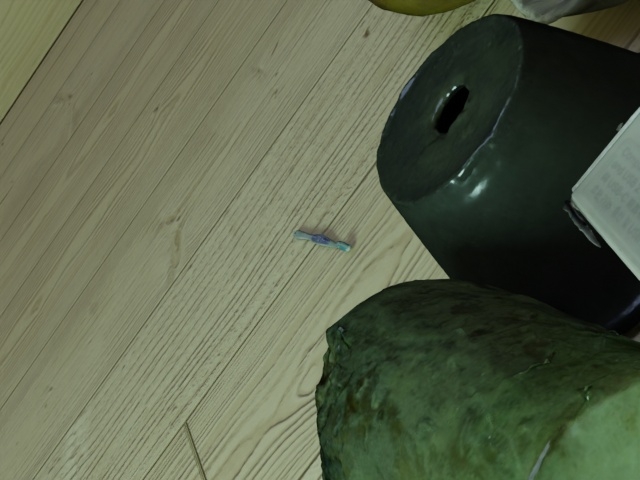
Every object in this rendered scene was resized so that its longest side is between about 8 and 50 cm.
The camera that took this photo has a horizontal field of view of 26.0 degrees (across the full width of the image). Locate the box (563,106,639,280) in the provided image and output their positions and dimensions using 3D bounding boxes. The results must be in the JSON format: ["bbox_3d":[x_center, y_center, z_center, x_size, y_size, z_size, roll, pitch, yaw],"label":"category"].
[{"bbox_3d":[0.257,0.043,0.658,0.106,0.203,0.252,-50,27,15],"label":"box"}]

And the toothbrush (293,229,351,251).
[{"bbox_3d":[0.000,0.000,1.384,0.011,0.013,0.131,-57,22,-9],"label":"toothbrush"}]

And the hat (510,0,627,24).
[{"bbox_3d":[0.261,-0.289,1.157,0.226,0.164,0.219,-23,38,-15],"label":"hat"}]

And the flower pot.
[{"bbox_3d":[0.151,-0.059,1.008,0.269,0.166,0.269,-39,33,32],"label":"flower pot"}]

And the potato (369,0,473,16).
[{"bbox_3d":[0.121,-0.340,1.327,0.266,0.229,0.229,-54,26,14],"label":"potato"}]

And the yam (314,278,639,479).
[{"bbox_3d":[0.120,0.132,0.828,0.195,0.195,0.300,-61,27,-5],"label":"yam"}]
